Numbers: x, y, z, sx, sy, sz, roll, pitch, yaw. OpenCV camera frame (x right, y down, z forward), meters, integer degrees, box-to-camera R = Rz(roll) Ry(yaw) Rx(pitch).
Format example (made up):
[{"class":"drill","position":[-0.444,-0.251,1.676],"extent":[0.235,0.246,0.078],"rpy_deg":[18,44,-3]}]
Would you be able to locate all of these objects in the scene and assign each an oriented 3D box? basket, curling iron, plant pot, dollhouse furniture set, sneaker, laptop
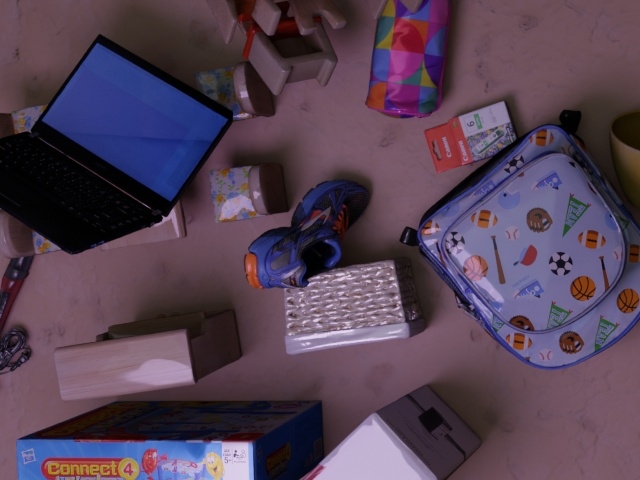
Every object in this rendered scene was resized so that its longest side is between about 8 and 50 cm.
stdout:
[{"class":"basket","position":[0.040,0.082,1.812],"extent":[0.167,0.113,0.103],"rpy_deg":[-10,89,15]},{"class":"curling iron","position":[-0.418,0.057,1.978],"extent":[0.068,0.035,0.274],"rpy_deg":[14,92,-7]},{"class":"plant pot","position":[0.412,-0.089,1.702],"extent":[0.134,0.134,0.095],"rpy_deg":[10,121,14]},{"class":"dollhouse furniture set","position":[-0.021,-0.307,1.678],"extent":[0.135,0.262,0.259],"rpy_deg":[62,150,25]},{"class":"sneaker","position":[0.000,0.000,1.778],"extent":[0.087,0.221,0.083],"rpy_deg":[17,134,32]},{"class":"laptop","position":[-0.282,-0.122,1.689],"extent":[0.234,0.264,0.136],"rpy_deg":[31,119,22]},{"class":"dollhouse furniture set","position":[-0.239,-0.015,1.796],"extent":[0.362,0.256,0.394],"rpy_deg":[-9,91,11]}]

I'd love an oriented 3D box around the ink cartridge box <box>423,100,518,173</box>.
[{"class":"ink cartridge box","position":[0.192,-0.131,1.799],"extent":[0.115,0.029,0.062],"rpy_deg":[-18,89,15]}]

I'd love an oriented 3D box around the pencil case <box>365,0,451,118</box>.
[{"class":"pencil case","position":[0.119,-0.271,1.777],"extent":[0.104,0.104,0.236],"rpy_deg":[11,98,14]}]

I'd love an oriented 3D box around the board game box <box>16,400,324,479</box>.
[{"class":"board game box","position":[-0.179,0.268,1.782],"extent":[0.302,0.308,0.086],"rpy_deg":[-2,92,15]}]

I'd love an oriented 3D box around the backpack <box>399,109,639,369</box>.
[{"class":"backpack","position":[0.276,0.018,1.704],"extent":[0.276,0.213,0.263],"rpy_deg":[-39,95,11]}]

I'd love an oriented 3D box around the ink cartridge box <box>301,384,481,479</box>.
[{"class":"ink cartridge box","position":[0.072,0.295,1.736],"extent":[0.197,0.273,0.114],"rpy_deg":[-45,78,13]}]
